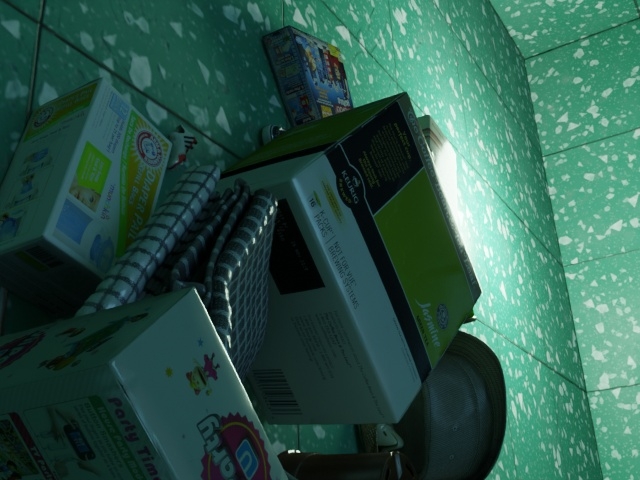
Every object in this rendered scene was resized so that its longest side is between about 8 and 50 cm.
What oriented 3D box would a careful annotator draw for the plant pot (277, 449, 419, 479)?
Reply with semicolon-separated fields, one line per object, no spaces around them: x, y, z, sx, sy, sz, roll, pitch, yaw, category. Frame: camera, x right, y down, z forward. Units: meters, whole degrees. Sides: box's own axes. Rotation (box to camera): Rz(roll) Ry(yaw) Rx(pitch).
0.035;0.348;0.994;0.167;0.165;0.166;36;46;-49;plant pot

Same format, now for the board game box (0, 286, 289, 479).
-0.180;0.178;0.530;0.224;0.304;0.097;67;29;-15;board game box

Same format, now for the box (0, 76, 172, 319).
-0.238;-0.043;0.757;0.114;0.103;0.203;46;38;-42;box

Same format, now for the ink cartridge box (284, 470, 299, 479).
-0.053;0.363;0.664;0.273;0.197;0.114;-47;124;-21;ink cartridge box

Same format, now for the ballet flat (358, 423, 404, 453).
0.106;0.351;1.230;0.073;0.067;0.206;16;61;-58;ballet flat

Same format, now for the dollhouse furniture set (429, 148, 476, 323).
0.155;0.014;1.353;0.151;0.198;0.301;21;55;-62;dollhouse furniture set

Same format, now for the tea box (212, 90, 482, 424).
0.025;0.021;1.039;0.323;0.220;0.328;-41;113;-48;tea box

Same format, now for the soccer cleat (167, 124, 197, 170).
-0.185;-0.120;0.984;0.035;0.029;0.083;51;31;-22;soccer cleat

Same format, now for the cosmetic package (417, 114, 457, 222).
0.198;-0.091;1.570;0.153;0.129;0.296;44;39;-43;cosmetic package

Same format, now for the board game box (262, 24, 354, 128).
-0.010;-0.257;1.347;0.194;0.060;0.194;-1;78;-62;board game box

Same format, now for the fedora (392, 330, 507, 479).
0.185;0.290;1.278;0.124;0.244;0.275;0;106;-33;fedora

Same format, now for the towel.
-0.124;0.099;0.742;0.235;0.121;0.283;-66;172;-49;towel

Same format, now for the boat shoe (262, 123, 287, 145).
-0.015;-0.138;1.247;0.183;0.083;0.065;41;42;-47;boat shoe
